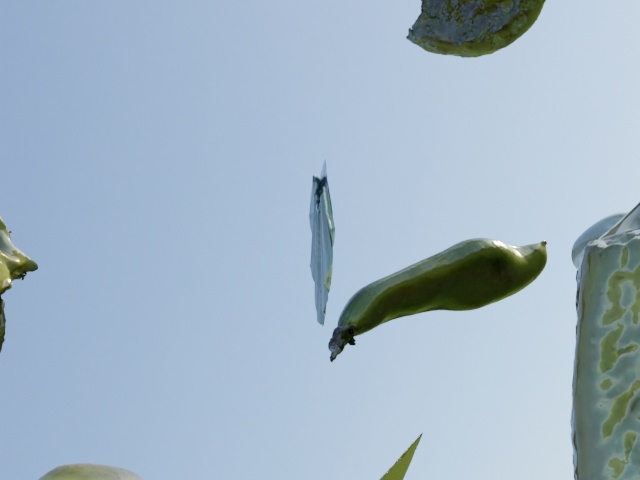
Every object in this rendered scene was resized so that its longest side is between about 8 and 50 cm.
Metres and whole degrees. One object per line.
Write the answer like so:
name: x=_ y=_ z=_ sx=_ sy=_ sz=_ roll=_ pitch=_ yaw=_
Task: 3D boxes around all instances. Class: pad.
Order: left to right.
pad: x=0.039 y=0.296 z=1.489 sx=0.143 sy=0.003 sz=0.211 roll=-36 pitch=-29 yaw=-56

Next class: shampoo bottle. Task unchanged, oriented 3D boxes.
shampoo bottle: x=0.319 y=0.001 z=1.565 sx=0.045 sy=0.077 sz=0.152 roll=-50 pitch=-1 yaw=-27

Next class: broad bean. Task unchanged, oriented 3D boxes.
broad bean: x=0.122 y=0.054 z=1.660 sx=0.325 sy=0.075 sz=0.067 roll=-19 pitch=-12 yaw=-26

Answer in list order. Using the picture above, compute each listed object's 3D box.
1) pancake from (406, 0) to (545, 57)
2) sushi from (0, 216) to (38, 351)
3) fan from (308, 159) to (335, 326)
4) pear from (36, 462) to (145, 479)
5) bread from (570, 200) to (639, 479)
pancake: x=0.163 y=-0.334 z=1.804 sx=0.037 sy=0.253 sz=0.253 roll=-46 pitch=-16 yaw=-50
sushi: x=-0.329 y=-0.008 z=1.235 sx=0.131 sy=0.291 sz=0.139 roll=-40 pitch=-31 yaw=19
fan: x=0.000 y=0.000 z=1.217 sx=0.240 sy=0.009 sz=0.131 roll=-121 pitch=31 yaw=-82
pear: x=-0.244 y=0.388 z=1.566 sx=0.269 sy=0.269 sz=0.321 roll=104 pitch=176 yaw=-52
bread: x=0.276 y=0.043 z=0.758 sx=0.395 sy=0.264 sz=0.239 roll=-25 pitch=-19 yaw=12
